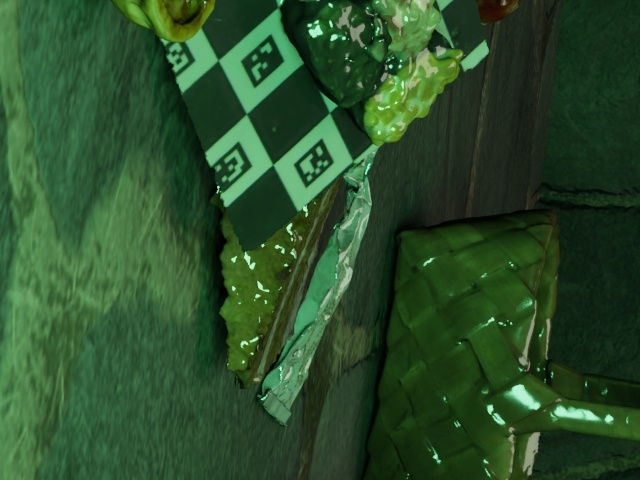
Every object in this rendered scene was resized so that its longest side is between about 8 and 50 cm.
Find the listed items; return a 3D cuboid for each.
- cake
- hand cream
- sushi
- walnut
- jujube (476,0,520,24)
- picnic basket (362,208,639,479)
[{"bbox_3d":[-0.006,-0.057,1.169,0.116,0.113,0.295,-42,143,-71],"label":"cake"},{"bbox_3d":[0.004,0.001,1.376,0.084,0.050,0.257,59,43,-76],"label":"hand cream"},{"bbox_3d":[0.018,-0.107,1.033,0.192,0.050,0.215,-40,139,-17],"label":"sushi"},{"bbox_3d":[-0.078,-0.141,0.871,0.121,0.052,0.091,80,23,-54],"label":"walnut"},{"bbox_3d":[0.145,-0.275,1.722,0.112,0.109,0.176,-11,115,-42],"label":"jujube"},{"bbox_3d":[0.215,0.142,1.811,0.293,0.337,0.337,0,98,-78],"label":"picnic basket"}]
